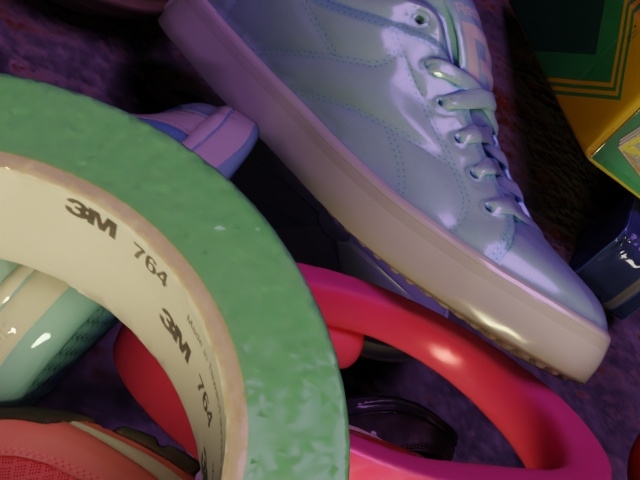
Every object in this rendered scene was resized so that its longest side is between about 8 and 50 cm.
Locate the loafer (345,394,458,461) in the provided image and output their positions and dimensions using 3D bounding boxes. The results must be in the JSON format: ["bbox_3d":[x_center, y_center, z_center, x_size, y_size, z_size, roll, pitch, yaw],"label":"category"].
[{"bbox_3d":[0.010,0.119,1.019,0.170,0.062,0.061,16,66,-35],"label":"loafer"}]

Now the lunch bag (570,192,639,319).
[{"bbox_3d":[0.244,0.014,1.393,0.065,0.067,0.098,44,31,-7],"label":"lunch bag"}]

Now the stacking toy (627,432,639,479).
[{"bbox_3d":[0.239,0.235,1.078,0.141,0.141,0.330,35,34,-20],"label":"stacking toy"}]

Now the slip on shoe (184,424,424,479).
[{"bbox_3d":[0.060,0.168,0.947,0.331,0.101,0.123,24,66,-35],"label":"slip on shoe"}]

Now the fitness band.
[{"bbox_3d":[0.029,0.082,0.902,0.291,0.054,0.209,11,22,-48],"label":"fitness band"}]

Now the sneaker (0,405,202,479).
[{"bbox_3d":[-0.070,0.207,0.762,0.314,0.116,0.136,51,33,5],"label":"sneaker"}]

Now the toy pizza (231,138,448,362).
[{"bbox_3d":[0.000,0.000,1.146,0.201,0.032,0.201,30,34,-23],"label":"toy pizza"}]

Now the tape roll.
[{"bbox_3d":[-0.152,0.081,0.689,0.321,0.077,0.321,6,58,-9],"label":"tape roll"}]

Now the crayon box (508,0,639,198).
[{"bbox_3d":[0.350,-0.080,1.524,0.363,0.106,0.313,34,21,-24],"label":"crayon box"}]

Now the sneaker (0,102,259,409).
[{"bbox_3d":[-0.161,-0.053,0.931,0.208,0.127,0.319,37,22,0],"label":"sneaker"}]

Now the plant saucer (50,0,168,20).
[{"bbox_3d":[-0.180,-0.251,1.194,0.278,0.041,0.278,32,35,-26],"label":"plant saucer"}]

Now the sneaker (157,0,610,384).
[{"bbox_3d":[0.058,-0.075,1.062,0.366,0.150,0.135,45,9,21],"label":"sneaker"}]
